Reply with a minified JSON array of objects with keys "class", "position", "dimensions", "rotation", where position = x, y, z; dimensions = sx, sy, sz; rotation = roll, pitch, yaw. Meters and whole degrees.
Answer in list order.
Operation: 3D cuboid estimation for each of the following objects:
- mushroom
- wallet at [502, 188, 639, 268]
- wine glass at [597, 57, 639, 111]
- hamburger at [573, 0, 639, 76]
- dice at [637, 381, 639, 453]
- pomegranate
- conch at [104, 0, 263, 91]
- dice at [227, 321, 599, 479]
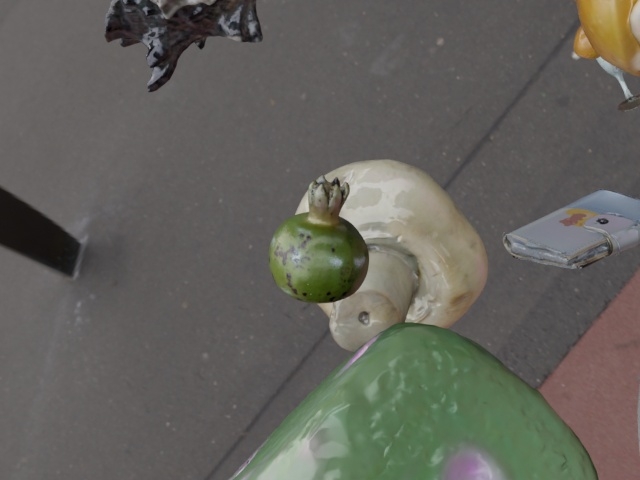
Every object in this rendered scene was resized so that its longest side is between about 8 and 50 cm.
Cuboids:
[{"class":"mushroom","position":[0.129,0.030,1.331],"dimensions":[0.325,0.353,0.353],"rotation":[-14,50,-11]},{"class":"wallet","position":[0.424,-0.011,1.197],"dimensions":[0.230,0.069,0.170],"rotation":[-22,24,-23]},{"class":"wine glass","position":[0.637,-0.378,1.637],"dimensions":[0.066,0.066,0.198],"rotation":[-27,64,27]},{"class":"hamburger","position":[0.423,-0.329,0.921],"dimensions":[0.236,0.276,0.277],"rotation":[16,78,39]},{"class":"dice","position":[0.628,0.317,1.154],"dimensions":[0.243,0.259,0.251],"rotation":[-1,57,11]},{"class":"pomegranate","position":[0.000,0.000,0.814],"dimensions":[0.114,0.114,0.142],"rotation":[32,122,45]},{"class":"conch","position":[-0.163,-0.325,0.886],"dimensions":[0.186,0.240,0.313],"rotation":[58,137,18]},{"class":"dice","position":[0.080,0.308,0.825],"dimensions":[0.318,0.322,0.330],"rotation":[-41,-4,-38]}]
